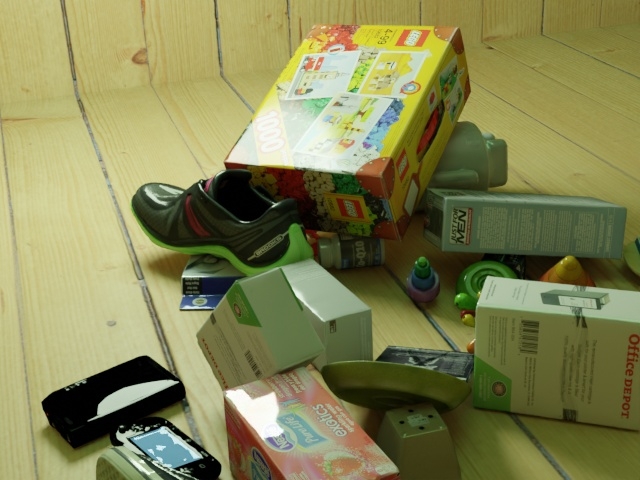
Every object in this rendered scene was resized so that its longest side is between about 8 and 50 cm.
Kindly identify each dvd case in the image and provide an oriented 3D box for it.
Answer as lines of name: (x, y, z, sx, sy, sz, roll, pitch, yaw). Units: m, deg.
dvd case: (0.176, 0.215, 1.727, 0.165, 0.018, 0.221, 4, 6, 13)

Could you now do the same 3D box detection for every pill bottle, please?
pill bottle: (0.064, 0.021, 2.154, 0.137, 0.078, 0.078, -6, 26, -6)

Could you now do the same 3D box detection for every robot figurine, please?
robot figurine: (0.263, -0.173, 2.400, 0.354, 0.199, 0.300, -9, 16, -13)

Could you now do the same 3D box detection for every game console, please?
game console: (-0.282, 0.301, 1.640, 0.213, 0.043, 0.361, -22, 32, -34)

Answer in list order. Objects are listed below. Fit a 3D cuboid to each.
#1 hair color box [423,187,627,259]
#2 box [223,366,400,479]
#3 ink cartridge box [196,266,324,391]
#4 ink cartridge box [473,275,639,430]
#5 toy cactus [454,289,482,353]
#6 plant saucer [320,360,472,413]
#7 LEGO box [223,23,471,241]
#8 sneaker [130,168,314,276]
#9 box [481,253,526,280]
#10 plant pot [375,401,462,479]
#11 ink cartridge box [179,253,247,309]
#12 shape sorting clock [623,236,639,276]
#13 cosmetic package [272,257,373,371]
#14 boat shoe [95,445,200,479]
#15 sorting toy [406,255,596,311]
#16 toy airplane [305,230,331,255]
hair color box: (0.417, -0.037, 2.100, 0.375, 0.113, 0.185, 3, 8, -7)
box: (-0.017, 0.326, 1.436, 0.142, 0.154, 0.300, -14, 29, -23)
ink cartridge box: (-0.104, 0.166, 1.654, 0.093, 0.219, 0.160, -19, 73, -32)
ink cartridge box: (0.394, 0.181, 1.646, 0.273, 0.198, 0.115, 6, 25, 16)
toy cactus: (0.348, 0.159, 1.825, 0.219, 0.112, 0.180, 15, 6, 22)
plant saucer: (0.116, 0.238, 1.597, 0.241, 0.241, 0.037, 4, 70, 14)
LEGO box: (0.073, -0.253, 2.230, 0.373, 0.193, 0.500, 7, 49, 26)
sneaker: (-0.205, -0.065, 2.109, 0.483, 0.202, 0.185, 15, 30, 36)
box: (0.372, 0.061, 2.058, 0.083, 0.062, 0.052, 7, 26, 20)
plant pot: (0.144, 0.307, 1.524, 0.109, 0.096, 0.109, -9, 25, -13)
ink cartridge box: (-0.173, 0.070, 2.110, 0.223, 0.045, 0.224, -1, 26, 3)
shape sorting clock: (0.724, 0.050, 2.070, 0.206, 0.040, 0.206, 3, 35, -2)
cosmetic package: (-0.001, 0.140, 1.857, 0.107, 0.127, 0.238, -16, 30, -25)
boat shoe: (-0.100, 0.404, 1.261, 0.500, 0.186, 0.156, 24, 31, 35)
sorting toy: (0.346, 0.065, 1.934, 0.366, 0.126, 0.127, 2, 55, 9)
toy airplane: (0.000, 0.000, 2.262, 0.151, 0.028, 0.151, -3, 26, 2)
